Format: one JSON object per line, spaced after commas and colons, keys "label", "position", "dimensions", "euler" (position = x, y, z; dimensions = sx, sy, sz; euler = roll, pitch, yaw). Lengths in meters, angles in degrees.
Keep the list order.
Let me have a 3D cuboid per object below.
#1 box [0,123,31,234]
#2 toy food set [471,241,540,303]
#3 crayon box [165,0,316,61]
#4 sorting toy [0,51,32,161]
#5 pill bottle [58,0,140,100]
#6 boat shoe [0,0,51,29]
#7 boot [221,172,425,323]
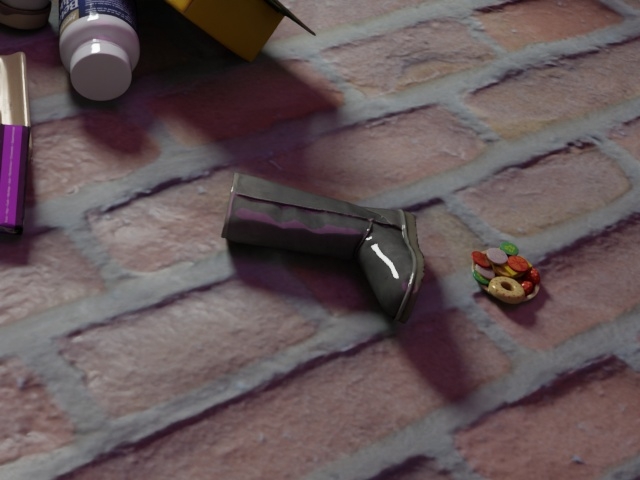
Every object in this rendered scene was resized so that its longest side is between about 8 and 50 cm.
{"label": "box", "position": [-0.379, -0.068, 1.261], "dimensions": [0.162, 0.029, 0.116], "euler": [6, 67, -16]}
{"label": "toy food set", "position": [0.207, 0.037, 1.402], "dimensions": [0.083, 0.020, 0.082], "euler": [-23, 56, -37]}
{"label": "crayon box", "position": [-0.178, -0.334, 1.531], "dimensions": [0.323, 0.083, 0.203], "euler": [38, 5, 21]}
{"label": "sorting toy", "position": [-0.422, -0.140, 1.353], "dimensions": [0.208, 0.038, 0.193], "euler": [-2, 45, -15]}
{"label": "pill bottle", "position": [-0.261, -0.244, 1.473], "dimensions": [0.094, 0.094, 0.169], "euler": [4, 43, -16]}
{"label": "boat shoe", "position": [-0.444, -0.379, 1.530], "dimensions": [0.302, 0.103, 0.113], "euler": [32, 33, 10]}
{"label": "boot", "position": [-0.001, 0.002, 1.323], "dimensions": [0.208, 0.076, 0.190], "euler": [16, 27, -13]}
